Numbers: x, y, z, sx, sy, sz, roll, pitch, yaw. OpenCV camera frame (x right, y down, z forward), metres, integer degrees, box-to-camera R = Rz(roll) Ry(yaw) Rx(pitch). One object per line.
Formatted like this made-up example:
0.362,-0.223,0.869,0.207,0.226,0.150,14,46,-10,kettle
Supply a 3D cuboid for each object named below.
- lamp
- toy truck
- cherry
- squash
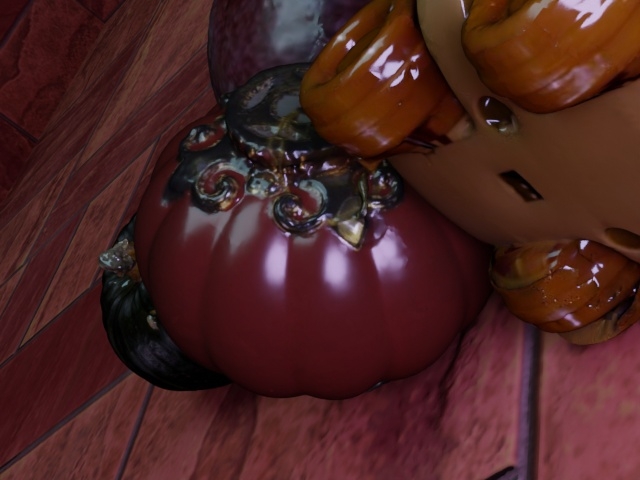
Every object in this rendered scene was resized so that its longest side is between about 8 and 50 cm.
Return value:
0.000,0.000,0.743,0.227,0.227,0.227,-44,22,22,lamp
0.149,-0.087,0.546,0.211,0.204,0.288,-57,20,-21,toy truck
0.016,-0.153,0.962,0.230,0.203,0.300,-29,42,33,cherry
-0.096,0.029,0.966,0.193,0.156,0.193,-161,90,-86,squash
